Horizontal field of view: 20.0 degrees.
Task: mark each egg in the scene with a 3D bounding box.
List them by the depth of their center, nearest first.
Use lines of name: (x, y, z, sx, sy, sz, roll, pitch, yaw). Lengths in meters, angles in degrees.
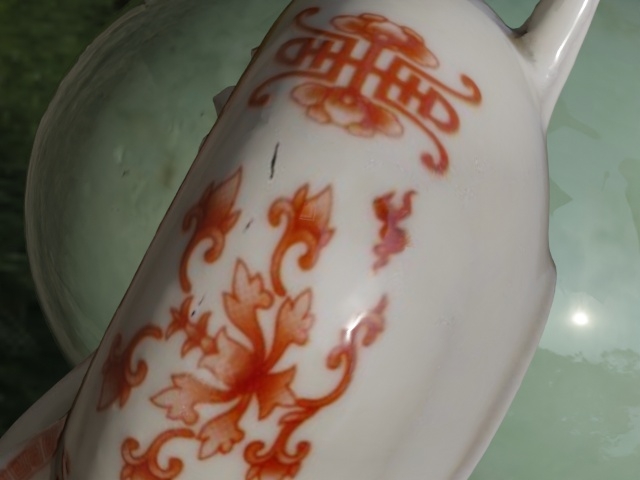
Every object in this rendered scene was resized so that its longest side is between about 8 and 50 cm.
egg: (0.067, 0.008, 0.758, 0.276, 0.389, 0.276, -38, -135, 52)

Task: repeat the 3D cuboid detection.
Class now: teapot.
teapot: (0.000, 0.000, 0.427, 0.245, 0.116, 0.159, -64, 170, 9)
